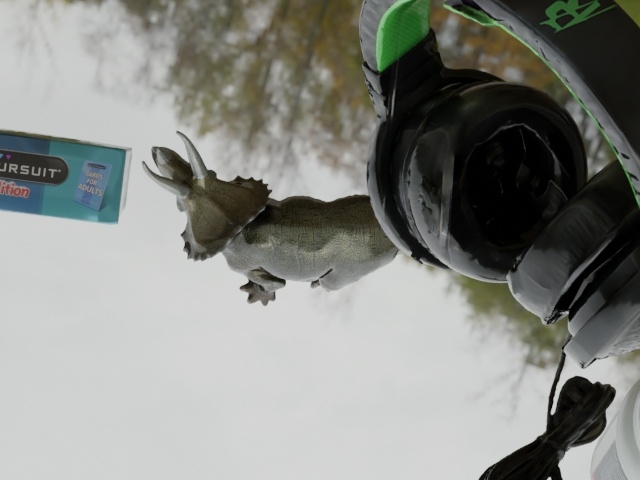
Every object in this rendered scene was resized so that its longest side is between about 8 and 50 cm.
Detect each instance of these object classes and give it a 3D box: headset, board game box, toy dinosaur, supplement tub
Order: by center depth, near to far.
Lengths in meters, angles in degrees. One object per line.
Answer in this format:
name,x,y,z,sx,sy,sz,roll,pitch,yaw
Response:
headset,0.121,0.004,0.902,0.185,0.394,0.243,-40,-133,-17
toy dinosaur,0.000,0.000,1.284,0.314,0.121,0.160,10,175,-4
board game box,-0.330,-0.078,1.585,0.254,0.079,0.336,7,-177,-7
supplement tub,0.427,0.248,1.742,0.191,0.191,0.272,19,158,8
